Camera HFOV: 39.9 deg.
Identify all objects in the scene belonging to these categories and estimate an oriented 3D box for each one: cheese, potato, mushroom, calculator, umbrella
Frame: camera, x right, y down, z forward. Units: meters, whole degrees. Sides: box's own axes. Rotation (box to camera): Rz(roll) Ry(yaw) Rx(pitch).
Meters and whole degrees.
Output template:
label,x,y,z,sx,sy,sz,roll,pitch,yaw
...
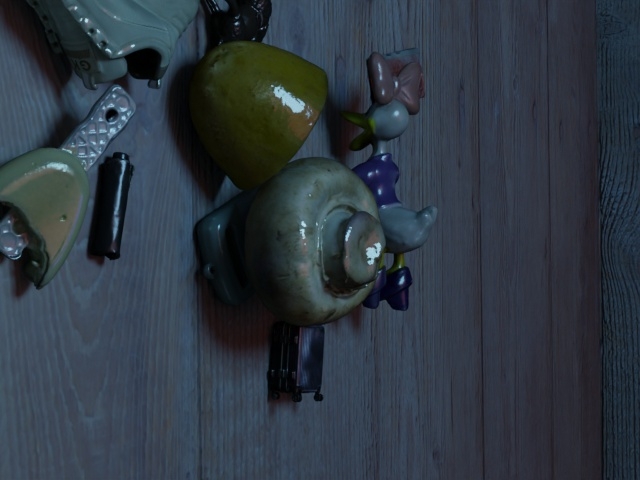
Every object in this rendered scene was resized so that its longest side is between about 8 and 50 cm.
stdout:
label,x,y,z,sx,sy,sz,roll,pitch,yaw
cheese,-0.281,-0.073,0.972,0.235,0.049,0.127,-55,126,-20
potato,-0.102,-0.195,1.195,0.203,0.178,0.158,-47,123,4
mushroom,0.000,0.000,1.243,0.255,0.184,0.255,5,82,-42
calculator,-0.096,-0.005,1.298,0.246,0.045,0.141,-39,121,-49
umbrella,-0.253,-0.042,1.068,0.036,0.031,0.133,23,70,-57

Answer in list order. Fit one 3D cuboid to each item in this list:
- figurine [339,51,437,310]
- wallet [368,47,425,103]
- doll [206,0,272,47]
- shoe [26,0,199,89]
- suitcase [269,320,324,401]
label,x,y,z,sx,sy,sz,roll,pitch,yaw
figurine,0.100,-0.089,1.468,0.154,0.193,0.421,-3,88,-54
wallet,0.149,-0.313,1.701,0.196,0.020,0.103,-28,112,-54
doll,-0.114,-0.309,1.266,0.139,0.057,0.165,-53,141,-45
shoe,-0.263,-0.252,0.983,0.316,0.124,0.159,9,90,-56
suitcase,-0.034,0.186,1.376,0.086,0.059,0.126,14,78,-58
